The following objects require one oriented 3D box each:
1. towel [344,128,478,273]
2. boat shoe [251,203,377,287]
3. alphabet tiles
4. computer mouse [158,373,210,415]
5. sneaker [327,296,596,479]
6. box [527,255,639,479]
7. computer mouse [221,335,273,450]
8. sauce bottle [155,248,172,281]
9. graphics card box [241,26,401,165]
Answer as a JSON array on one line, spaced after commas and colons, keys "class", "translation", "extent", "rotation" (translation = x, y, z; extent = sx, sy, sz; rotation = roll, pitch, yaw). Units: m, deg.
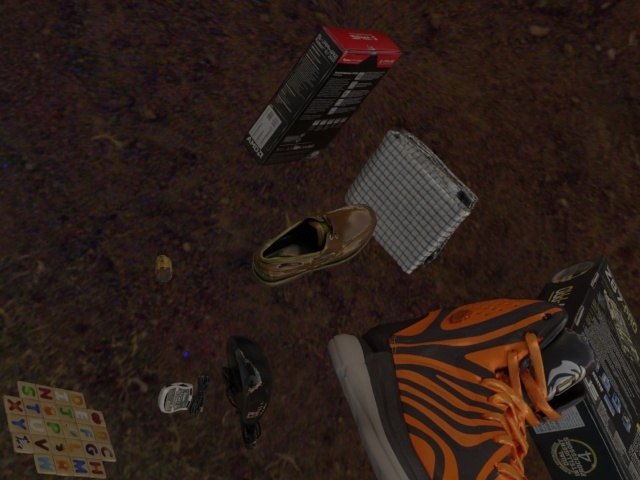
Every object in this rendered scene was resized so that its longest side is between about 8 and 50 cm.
[{"class": "towel", "translation": [0.221, -0.097, 1.704], "extent": [0.283, 0.121, 0.235], "rotation": [49, 121, 22]}, {"class": "boat shoe", "translation": [0.000, 0.000, 1.472], "extent": [0.307, 0.104, 0.110], "rotation": [-30, 71, -22]}, {"class": "alphabet tiles", "translation": [-0.718, 0.526, 1.950], "extent": [0.011, 0.285, 0.342], "rotation": [-40, 145, 13]}, {"class": "computer mouse", "translation": [-0.344, 0.381, 1.727], "extent": [0.042, 0.193, 0.106], "rotation": [12, 85, 27]}, {"class": "sneaker", "translation": [0.121, 0.125, 0.475], "extent": [0.180, 0.321, 0.124], "rotation": [-22, 118, -2]}, {"class": "box", "translation": [0.399, 0.253, 0.936], "extent": [0.097, 0.318, 0.394], "rotation": [-24, 97, 37]}, {"class": "computer mouse", "translation": [-0.135, 0.269, 1.354], "extent": [0.072, 0.188, 0.272], "rotation": [-13, 146, -17]}, {"class": "sauce bottle", "translation": [-0.395, 0.060, 1.761], "extent": [0.042, 0.128, 0.042], "rotation": [-6, 114, -14]}, {"class": "graphics card box", "translation": [-0.001, -0.337, 1.669], "extent": [0.094, 0.233, 0.371], "rotation": [53, 127, 16]}]
